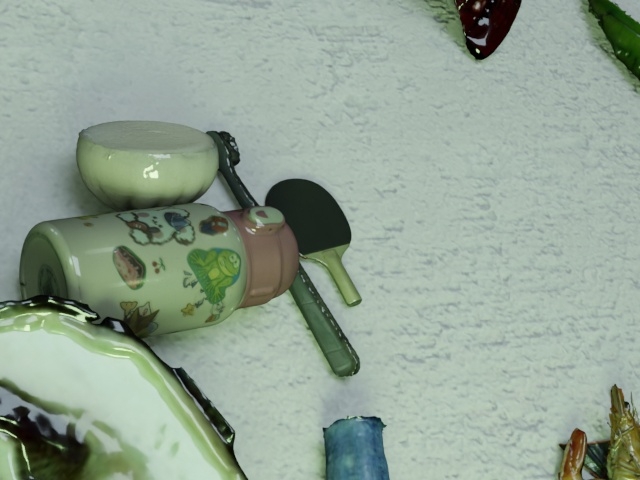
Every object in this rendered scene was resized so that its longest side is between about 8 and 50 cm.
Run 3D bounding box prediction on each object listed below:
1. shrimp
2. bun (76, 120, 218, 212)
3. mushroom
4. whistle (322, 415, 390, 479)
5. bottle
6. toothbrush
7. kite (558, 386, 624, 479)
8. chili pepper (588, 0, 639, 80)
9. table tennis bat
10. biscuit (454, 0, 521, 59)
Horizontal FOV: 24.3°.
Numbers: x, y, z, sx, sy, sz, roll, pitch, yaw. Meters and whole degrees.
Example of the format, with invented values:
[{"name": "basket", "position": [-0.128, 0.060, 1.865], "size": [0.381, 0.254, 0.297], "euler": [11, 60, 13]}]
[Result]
[{"name": "shrimp", "position": [0.283, 0.220, 1.498], "size": [0.095, 0.045, 0.162], "euler": [0, 65, 0]}, {"name": "bun", "position": [-0.165, -0.058, 1.413], "size": [0.138, 0.094, 0.138], "euler": [5, 14, -1]}, {"name": "mushroom", "position": [-0.190, 0.206, 1.193], "size": [0.344, 0.130, 0.247], "euler": [40, 63, 4]}, {"name": "whistle", "position": [0.044, 0.300, 1.290], "size": [0.062, 0.062, 0.304], "euler": [11, 53, -23]}, {"name": "bottle", "position": [-0.136, 0.025, 1.351], "size": [0.253, 0.120, 0.120], "euler": [-10, 63, -34]}, {"name": "toothbrush", "position": [-0.039, 0.010, 1.478], "size": [0.031, 0.030, 0.297], "euler": [-10, 62, -45]}, {"name": "kite", "position": [0.330, 0.223, 1.543], "size": [0.190, 0.010, 0.159], "euler": [-2, 58, -32]}, {"name": "chili pepper", "position": [0.447, -0.201, 1.884], "size": [0.085, 0.076, 0.359], "euler": [-28, 72, -14]}, {"name": "table tennis bat", "position": [0.000, 0.000, 1.518], "size": [0.087, 0.013, 0.156], "euler": [-11, 63, -36]}, {"name": "biscuit", "position": [0.192, -0.352, 1.777], "size": [0.063, 0.235, 0.151], "euler": [8, 39, 25]}]
